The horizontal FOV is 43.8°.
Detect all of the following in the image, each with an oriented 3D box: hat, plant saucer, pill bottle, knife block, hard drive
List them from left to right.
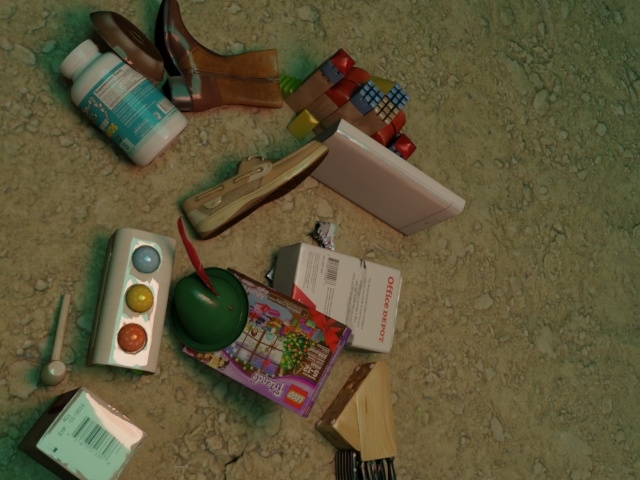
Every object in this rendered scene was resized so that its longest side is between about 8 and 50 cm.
[{"bbox_3d":[-0.415,-0.290,1.658,0.264,0.146,0.146,45,62,-10],"label":"pill bottle"},{"bbox_3d":[-0.398,-0.419,1.684,0.036,0.198,0.198,-43,102,13],"label":"plant saucer"},{"bbox_3d":[-0.257,0.106,1.565,0.173,0.183,0.208,-36,67,2],"label":"hat"},{"bbox_3d":[0.122,0.444,1.791,0.242,0.088,0.276,45,61,-12],"label":"knife block"},{"bbox_3d":[0.131,-0.137,1.856,0.353,0.233,0.047,31,65,-18],"label":"hard drive"}]

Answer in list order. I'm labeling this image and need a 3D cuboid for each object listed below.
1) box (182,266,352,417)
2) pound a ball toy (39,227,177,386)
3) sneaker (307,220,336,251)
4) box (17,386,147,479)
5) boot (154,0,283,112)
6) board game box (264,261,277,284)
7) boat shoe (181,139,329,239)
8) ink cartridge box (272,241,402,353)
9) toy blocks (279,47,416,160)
[{"bbox_3d":[-0.110,0.205,1.629,0.293,0.057,0.201,24,80,19],"label":"box"},{"bbox_3d":[-0.409,0.136,1.561,0.208,0.135,0.319,15,70,-24],"label":"pound a ball toy"},{"bbox_3d":[0.000,0.000,1.869,0.069,0.038,0.098,13,62,-23],"label":"sneaker"},{"bbox_3d":[-0.432,0.361,1.435,0.148,0.232,0.127,41,62,-13],"label":"box"},{"bbox_3d":[-0.224,-0.425,1.809,0.280,0.096,0.264,-9,83,-25],"label":"boot"},{"bbox_3d":[-0.068,0.080,1.820,0.090,0.020,0.090,45,64,-11],"label":"board game box"},{"bbox_3d":[-0.141,-0.134,1.728,0.341,0.121,0.110,-33,84,-6],"label":"boat shoe"},{"bbox_3d":[0.033,0.135,1.788,0.272,0.114,0.197,16,76,-27],"label":"ink cartridge box"},{"bbox_3d":[0.095,-0.299,1.863,0.381,0.261,0.191,45,62,-11],"label":"toy blocks"}]
